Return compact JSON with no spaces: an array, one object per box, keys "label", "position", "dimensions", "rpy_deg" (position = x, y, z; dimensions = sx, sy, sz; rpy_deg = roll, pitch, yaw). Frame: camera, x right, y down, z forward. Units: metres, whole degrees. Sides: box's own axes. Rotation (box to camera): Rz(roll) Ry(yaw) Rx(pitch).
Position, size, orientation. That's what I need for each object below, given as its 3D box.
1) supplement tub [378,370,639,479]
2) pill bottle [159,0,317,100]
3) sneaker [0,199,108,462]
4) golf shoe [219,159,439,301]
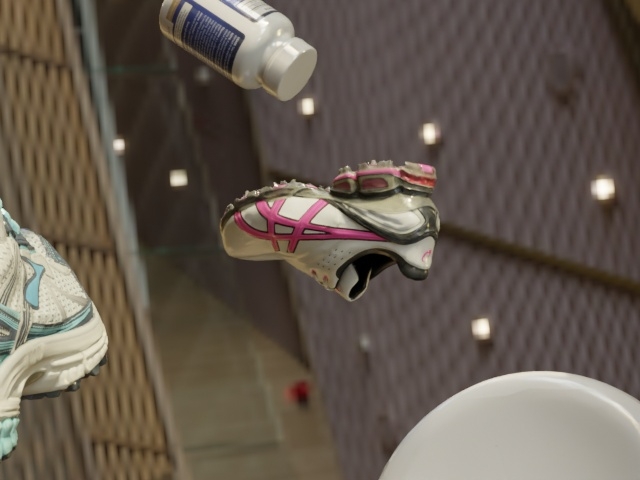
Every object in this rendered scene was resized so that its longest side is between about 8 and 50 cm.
[{"label":"supplement tub","position":[0.188,0.252,1.388],"dimensions":[0.325,0.235,0.235],"rpy_deg":[48,19,-57]},{"label":"pill bottle","position":[-0.064,-0.162,1.538],"dimensions":[0.120,0.067,0.067],"rpy_deg":[35,-44,20]},{"label":"sneaker","position":[-0.163,0.018,0.895],"dimensions":[0.283,0.110,0.122],"rpy_deg":[-84,172,-77]},{"label":"golf shoe","position":[0.000,0.000,1.316],"dimensions":[0.186,0.067,0.086],"rpy_deg":[-11,-103,43]}]
